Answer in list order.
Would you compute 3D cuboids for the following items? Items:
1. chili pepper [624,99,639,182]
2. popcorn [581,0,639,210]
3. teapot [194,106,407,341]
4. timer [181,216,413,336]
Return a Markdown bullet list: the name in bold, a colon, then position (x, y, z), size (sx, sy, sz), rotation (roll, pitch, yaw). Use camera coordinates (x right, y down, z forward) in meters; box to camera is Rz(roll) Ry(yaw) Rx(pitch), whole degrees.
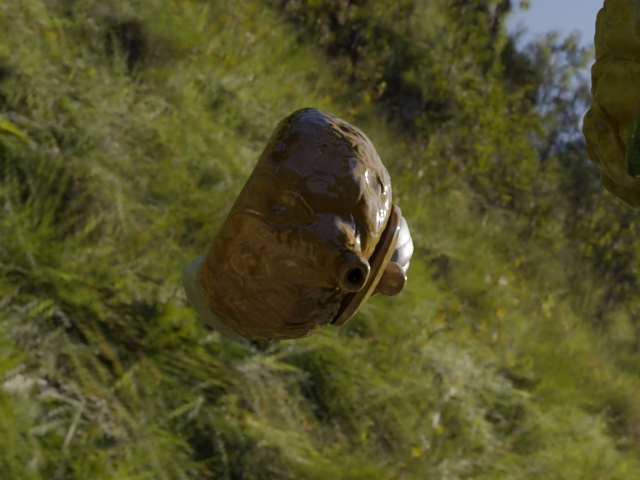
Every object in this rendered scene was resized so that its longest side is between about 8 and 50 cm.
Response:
- **chili pepper**: position (0.233, -0.114, 0.650), size (0.072, 0.204, 0.073), rotation (26, -7, -13)
- **popcorn**: position (0.315, -0.109, 0.811), size (0.251, 0.206, 0.237), rotation (3, -50, 13)
- **teapot**: position (0.000, 0.000, 1.008), size (0.167, 0.203, 0.311), rotation (28, 5, -5)
- **timer**: position (-0.027, 0.033, 1.357), size (0.262, 0.087, 0.237), rotation (-20, 11, -12)
